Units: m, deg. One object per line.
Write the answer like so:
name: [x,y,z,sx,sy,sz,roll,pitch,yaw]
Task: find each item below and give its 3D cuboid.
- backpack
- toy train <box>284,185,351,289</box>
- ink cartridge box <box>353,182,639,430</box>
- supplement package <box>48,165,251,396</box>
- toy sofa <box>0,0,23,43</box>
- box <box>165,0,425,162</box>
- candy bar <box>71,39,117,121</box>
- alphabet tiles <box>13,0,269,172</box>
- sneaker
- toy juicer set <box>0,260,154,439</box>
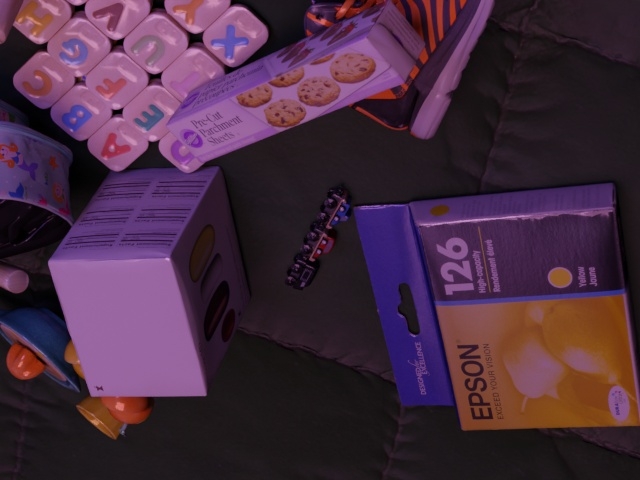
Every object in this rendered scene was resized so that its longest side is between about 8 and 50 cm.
backpack: [-0.410,-0.065,1.572,0.254,0.191,0.225,-6,164,23]
toy train: [0.000,0.000,1.631,0.036,0.027,0.158,24,125,-5]
ink cartridge box: [0.210,0.089,1.611,0.307,0.072,0.303,-6,120,16]
supplement package: [-0.191,0.047,1.604,0.149,0.203,0.194,-2,122,16]
toy sofa: [-0.420,-0.363,1.350,0.177,0.150,0.362,-15,133,28]
box: [-0.033,-0.159,1.424,0.324,0.063,0.067,-16,125,45]
candy bar: [-0.266,-0.190,1.584,0.040,0.018,0.161,25,125,-2]
alphabet tiles: [-0.206,-0.203,1.540,0.278,0.021,0.284,-36,114,29]
sneaker: [0.083,-0.255,1.387,0.180,0.124,0.321,22,125,-1]
toy juicer set: [-0.346,0.134,1.713,0.329,0.089,0.209,45,161,-14]
